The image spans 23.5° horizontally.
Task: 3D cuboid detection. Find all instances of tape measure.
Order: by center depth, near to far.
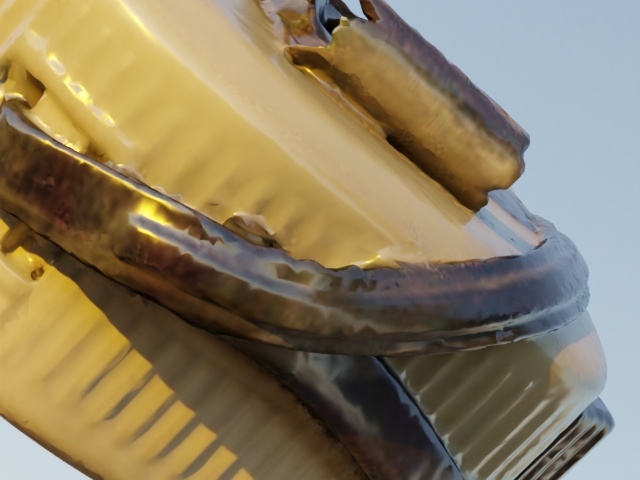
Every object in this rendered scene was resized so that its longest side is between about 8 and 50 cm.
[{"bbox_3d":[0.000,0.000,0.452,0.271,0.133,0.231,39,12,-32],"label":"tape measure"}]
